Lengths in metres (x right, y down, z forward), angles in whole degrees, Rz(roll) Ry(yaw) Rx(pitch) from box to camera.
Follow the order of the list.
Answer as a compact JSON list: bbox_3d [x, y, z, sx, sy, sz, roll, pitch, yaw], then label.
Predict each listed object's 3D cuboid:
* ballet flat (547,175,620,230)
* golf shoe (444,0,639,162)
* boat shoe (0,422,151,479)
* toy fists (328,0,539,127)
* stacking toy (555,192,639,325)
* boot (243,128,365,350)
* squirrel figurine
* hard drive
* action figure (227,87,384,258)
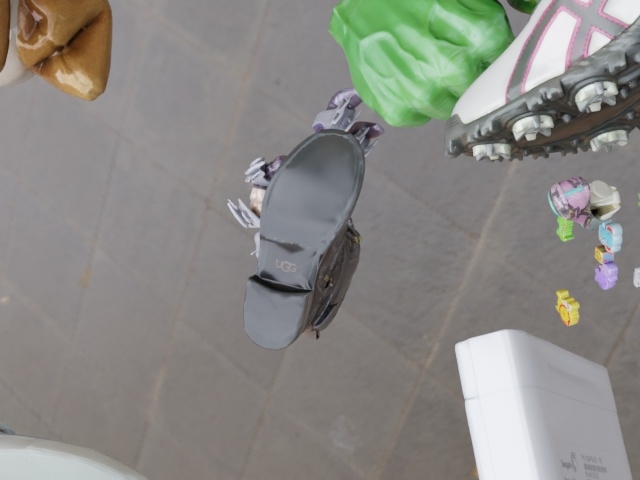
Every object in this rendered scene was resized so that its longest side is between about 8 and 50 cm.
[{"bbox_3d":[0.412,-0.061,1.815,0.079,0.221,0.077,-20,77,23],"label":"ballet flat"},{"bbox_3d":[0.168,-0.130,0.647,0.273,0.105,0.120,-33,64,43],"label":"golf shoe"},{"bbox_3d":[-0.193,0.124,0.633,0.227,0.081,0.079,8,106,-6],"label":"boat shoe"},{"bbox_3d":[0.144,-0.200,0.961,0.279,0.096,0.142,-38,49,6],"label":"toy fists"},{"bbox_3d":[0.466,0.024,1.921,0.052,0.167,0.221,-125,23,-52],"label":"stacking toy"},{"bbox_3d":[0.000,0.000,1.318,0.091,0.229,0.263,24,101,13],"label":"boot"},{"bbox_3d":[-0.427,-0.362,1.331,0.281,0.370,0.397,-2,68,25],"label":"squirrel figurine"},{"bbox_3d":[0.169,0.242,0.719,0.047,0.233,0.353,-17,71,22],"label":"hard drive"},{"bbox_3d":[-0.017,-0.078,1.680,0.099,0.285,0.185,3,145,49],"label":"action figure"}]
